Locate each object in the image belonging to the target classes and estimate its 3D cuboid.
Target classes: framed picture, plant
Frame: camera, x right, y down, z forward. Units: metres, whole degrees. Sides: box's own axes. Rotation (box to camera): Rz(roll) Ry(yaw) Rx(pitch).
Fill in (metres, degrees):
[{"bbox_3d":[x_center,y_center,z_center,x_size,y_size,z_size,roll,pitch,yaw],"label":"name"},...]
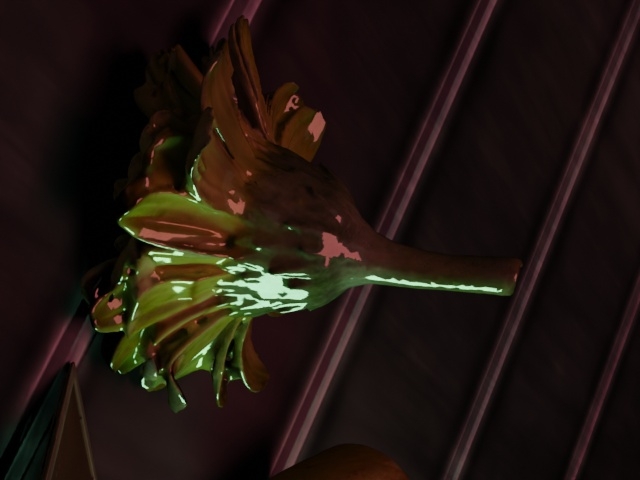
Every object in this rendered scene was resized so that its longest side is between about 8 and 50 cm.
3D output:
[{"bbox_3d":[-0.174,0.192,1.334,0.183,0.011,0.142,-86,172,-58],"label":"framed picture"},{"bbox_3d":[-0.043,0.020,1.419,0.261,0.297,0.306,-49,172,6],"label":"plant"}]

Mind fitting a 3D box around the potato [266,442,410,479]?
[{"bbox_3d":[-0.021,0.280,1.608,0.158,0.178,0.203,-10,128,-47],"label":"potato"}]
